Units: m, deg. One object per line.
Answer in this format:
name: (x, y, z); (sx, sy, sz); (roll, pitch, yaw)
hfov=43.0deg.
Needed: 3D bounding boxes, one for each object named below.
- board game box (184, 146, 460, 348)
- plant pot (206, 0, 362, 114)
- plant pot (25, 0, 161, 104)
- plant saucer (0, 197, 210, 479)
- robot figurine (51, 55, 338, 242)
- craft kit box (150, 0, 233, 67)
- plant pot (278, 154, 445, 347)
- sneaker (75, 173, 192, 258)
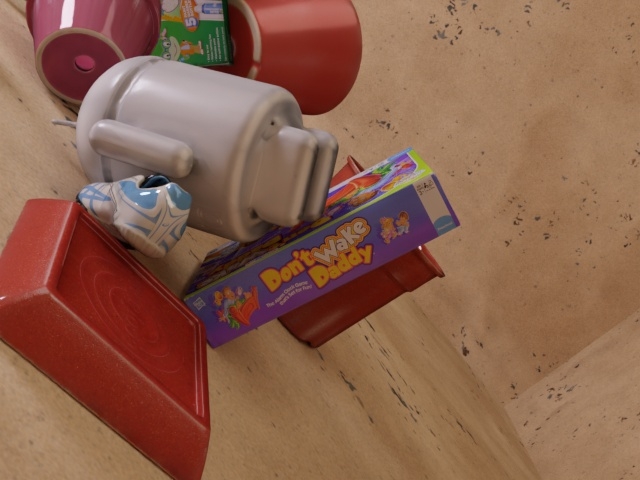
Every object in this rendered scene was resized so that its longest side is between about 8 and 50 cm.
board game box: (0.000, 0.000, 1.107); (0.078, 0.347, 0.233); (62, 6, -13)
plant pot: (-0.096, -0.366, 1.536); (0.243, 0.275, 0.275); (-16, 64, -48)
plant pot: (-0.342, -0.304, 1.205); (0.201, 0.201, 0.180); (45, 27, -38)
plant saucer: (-0.194, 0.079, 0.793); (0.259, 0.048, 0.258); (47, 9, -24)
robot figurine: (-0.160, -0.119, 1.035); (0.354, 0.199, 0.300); (17, 8, 19)
craft kit box: (-0.286, -0.416, 1.401); (0.061, 0.247, 0.249); (-56, 141, -78)
plant pot: (0.034, 0.035, 1.450); (0.272, 0.265, 0.272); (51, 8, -9)
sneaker: (-0.208, -0.037, 0.913); (0.085, 0.086, 0.237); (48, -16, -29)
